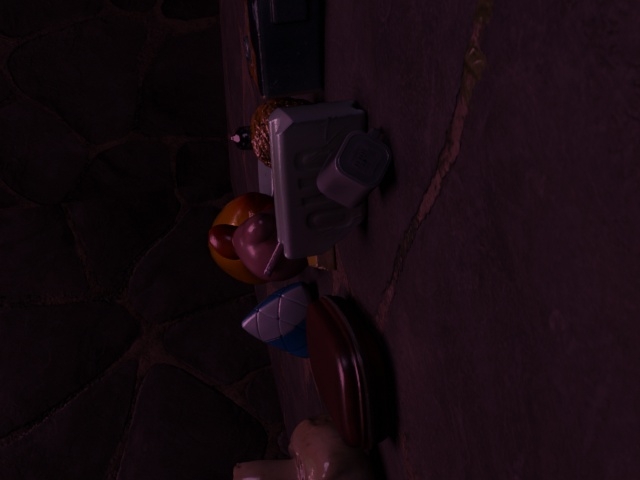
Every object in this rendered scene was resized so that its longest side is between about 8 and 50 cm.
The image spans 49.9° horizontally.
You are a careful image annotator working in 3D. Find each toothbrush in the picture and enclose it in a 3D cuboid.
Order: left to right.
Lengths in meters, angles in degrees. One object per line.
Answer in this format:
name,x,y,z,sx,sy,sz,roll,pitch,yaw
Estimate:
toothbrush,-0.071,-0.042,1.751,0.029,0.024,0.354,-83,18,-60

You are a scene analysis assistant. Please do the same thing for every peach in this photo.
peach,-0.205,-0.012,2.218,0.308,0.289,0.289,-47,44,33

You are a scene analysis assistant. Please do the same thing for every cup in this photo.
cup,0.066,-0.135,1.194,0.128,0.095,0.129,-62,7,-15

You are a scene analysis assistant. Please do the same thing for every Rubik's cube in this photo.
Rubik's cube,-0.076,0.193,2.109,0.254,0.254,0.255,171,90,-79

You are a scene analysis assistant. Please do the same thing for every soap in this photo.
soap,-0.003,-0.116,1.330,0.095,0.172,0.290,-117,22,-57

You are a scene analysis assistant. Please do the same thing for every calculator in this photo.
calculator,-0.176,-0.234,2.361,0.184,0.042,0.295,172,97,-70

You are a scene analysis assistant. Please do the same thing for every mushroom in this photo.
mushroom,-0.034,0.577,1.635,0.314,0.336,0.315,175,90,-87

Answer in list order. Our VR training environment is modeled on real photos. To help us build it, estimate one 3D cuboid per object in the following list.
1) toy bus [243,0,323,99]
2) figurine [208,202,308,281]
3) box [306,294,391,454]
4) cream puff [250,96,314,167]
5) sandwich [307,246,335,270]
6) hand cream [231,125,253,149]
toy bus,-0.085,-0.486,1.503,0.194,0.161,0.323,-112,15,-47
figurine,-0.130,0.010,1.942,0.261,0.269,0.211,-10,103,55
box,0.054,0.278,1.520,0.404,0.108,0.263,-130,33,-70
cream puff,-0.056,-0.255,1.605,0.169,0.183,0.183,-10,89,53
sandwich,0.000,0.000,1.722,0.193,0.058,0.163,115,142,-68
hand cream,-0.116,-0.260,1.708,0.055,0.235,0.086,-3,95,50
